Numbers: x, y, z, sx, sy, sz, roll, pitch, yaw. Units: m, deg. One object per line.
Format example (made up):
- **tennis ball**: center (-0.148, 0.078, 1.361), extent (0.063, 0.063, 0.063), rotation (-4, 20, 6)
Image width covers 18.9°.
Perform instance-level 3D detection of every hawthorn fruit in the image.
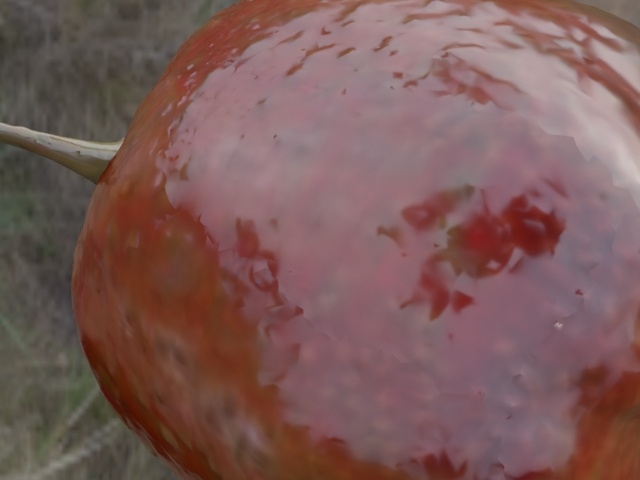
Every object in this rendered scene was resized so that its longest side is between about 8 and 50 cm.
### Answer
- **hawthorn fruit**: center (0.000, 0.000, 0.472), extent (0.203, 0.163, 0.162), rotation (26, 53, 21)
